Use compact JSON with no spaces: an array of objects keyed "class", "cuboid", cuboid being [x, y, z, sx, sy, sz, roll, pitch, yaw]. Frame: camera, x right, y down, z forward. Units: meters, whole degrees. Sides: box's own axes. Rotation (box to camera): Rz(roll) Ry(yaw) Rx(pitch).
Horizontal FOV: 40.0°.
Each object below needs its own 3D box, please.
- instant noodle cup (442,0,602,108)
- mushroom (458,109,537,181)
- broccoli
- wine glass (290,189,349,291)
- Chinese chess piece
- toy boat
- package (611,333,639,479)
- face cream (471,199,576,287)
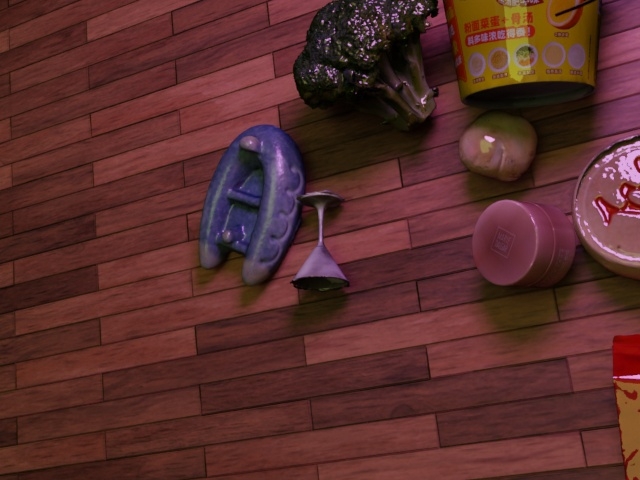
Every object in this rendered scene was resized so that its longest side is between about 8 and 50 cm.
[{"class":"instant noodle cup","cuboid":[0.352,-0.360,1.533,0.311,0.311,0.222,-4,86,25]},{"class":"mushroom","cuboid":[0.322,-0.172,1.592,0.148,0.112,0.148,0,69,1]},{"class":"broccoli","cuboid":[0.102,-0.339,1.668,0.304,0.321,0.283,-43,99,-5]},{"class":"wine glass","cuboid":[0.000,0.000,1.713,0.122,0.122,0.183,-7,74,24]},{"class":"Chinese chess piece","cuboid":[0.548,-0.056,1.467,0.249,0.103,0.250,-7,74,26]},{"class":"toy boat","cuboid":[-0.151,-0.081,1.790,0.215,0.123,0.330,21,90,34]},{"class":"package","cuboid":[0.565,0.349,1.358,0.196,0.123,0.424,-7,77,22]},{"class":"face cream","cuboid":[0.349,0.007,1.515,0.149,0.104,0.149,-8,80,53]}]
